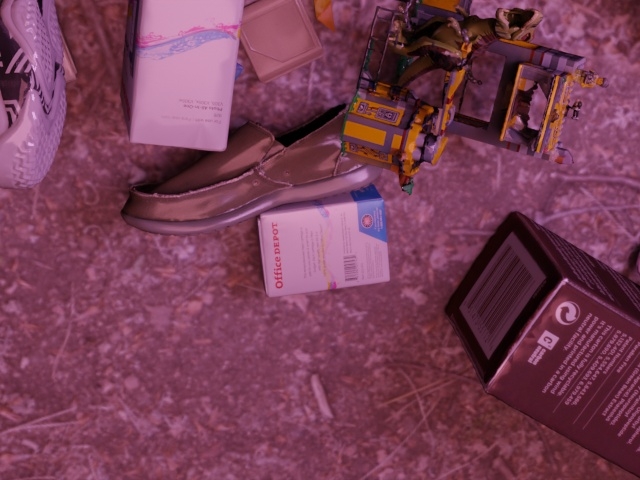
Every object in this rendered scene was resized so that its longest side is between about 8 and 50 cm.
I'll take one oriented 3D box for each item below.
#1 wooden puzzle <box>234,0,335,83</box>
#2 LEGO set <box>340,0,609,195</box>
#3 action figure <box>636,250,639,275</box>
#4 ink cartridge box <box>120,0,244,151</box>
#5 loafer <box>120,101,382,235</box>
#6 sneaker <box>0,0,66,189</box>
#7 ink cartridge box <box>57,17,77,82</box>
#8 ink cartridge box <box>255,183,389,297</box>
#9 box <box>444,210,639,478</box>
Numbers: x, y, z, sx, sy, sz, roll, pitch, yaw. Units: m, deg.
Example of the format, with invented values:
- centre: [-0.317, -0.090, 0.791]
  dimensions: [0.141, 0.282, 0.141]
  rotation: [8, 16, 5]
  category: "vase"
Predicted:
- centre: [-0.039, -0.192, 1.569]
  dimensions: [0.116, 0.014, 0.078]
  rotation: [-19, 108, -2]
  category: "wooden puzzle"
- centre: [0.161, -0.191, 1.469]
  dimensions: [0.192, 0.255, 0.331]
  rotation: [17, 97, 13]
  category: "LEGO set"
- centre: [0.507, 0.059, 1.561]
  dimensions: [0.276, 0.370, 0.248]
  rotation: [29, 103, -17]
  category: "action figure"
- centre: [-0.119, -0.201, 1.475]
  dimensions: [0.093, 0.154, 0.212]
  rotation: [3, 111, -10]
  category: "ink cartridge box"
- centre: [-0.069, -0.071, 1.576]
  dimensions: [0.251, 0.094, 0.087]
  rotation: [-16, 107, -13]
  category: "loafer"
- centre: [-0.334, -0.209, 1.403]
  dimensions: [0.210, 0.137, 0.365]
  rotation: [-9, 81, 1]
  category: "sneaker"
- centre: [-0.297, -0.173, 1.509]
  dimensions: [0.135, 0.056, 0.099]
  rotation: [-20, 112, -1]
  category: "ink cartridge box"
- centre: [0.000, 0.000, 1.627]
  dimensions: [0.122, 0.052, 0.088]
  rotation: [-8, 112, -8]
  category: "ink cartridge box"
- centre: [0.324, 0.141, 1.663]
  dimensions: [0.381, 0.191, 0.143]
  rotation: [29, 104, -17]
  category: "box"
